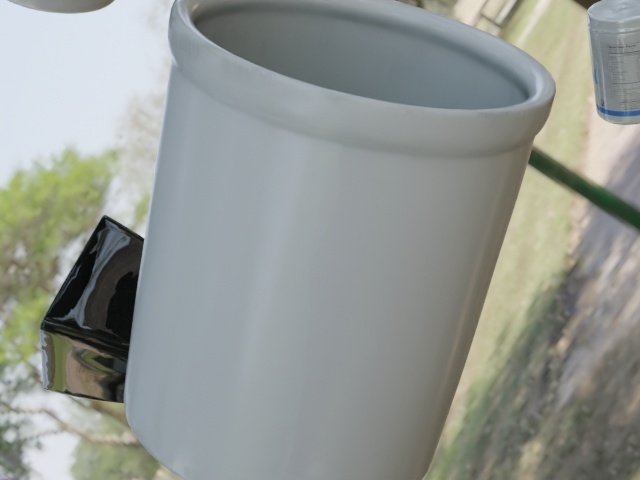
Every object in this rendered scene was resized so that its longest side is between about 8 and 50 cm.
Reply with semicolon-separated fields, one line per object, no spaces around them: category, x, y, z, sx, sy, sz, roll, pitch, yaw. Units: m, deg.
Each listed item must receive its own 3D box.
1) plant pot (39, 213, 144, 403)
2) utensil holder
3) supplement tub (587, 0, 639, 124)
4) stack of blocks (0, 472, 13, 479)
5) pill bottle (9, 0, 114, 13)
plant pot;-0.250;0.111;1.743;0.187;0.167;0.188;106;-174;-56
utensil holder;0.000;0.000;1.186;0.327;0.328;0.385;-57;-18;-63
supplement tub;0.289;-0.169;1.242;0.071;0.071;0.107;-57;-40;-54
stack of blocks;-0.339;0.335;1.373;0.171;0.297;0.087;-4;-76;-47
pill bottle;-0.300;-0.454;1.562;0.188;0.188;0.334;-57;-13;-59
